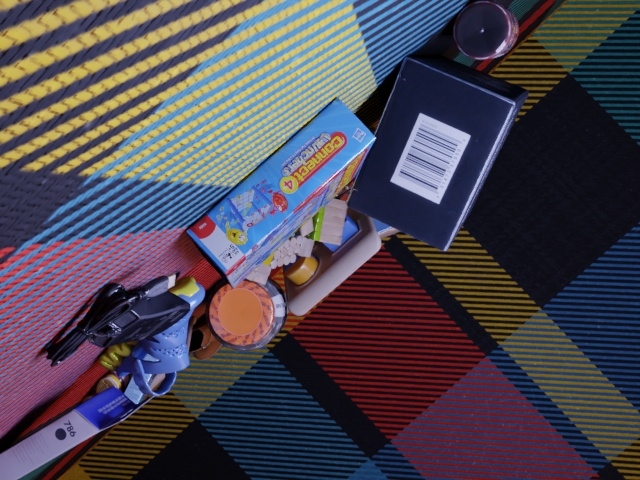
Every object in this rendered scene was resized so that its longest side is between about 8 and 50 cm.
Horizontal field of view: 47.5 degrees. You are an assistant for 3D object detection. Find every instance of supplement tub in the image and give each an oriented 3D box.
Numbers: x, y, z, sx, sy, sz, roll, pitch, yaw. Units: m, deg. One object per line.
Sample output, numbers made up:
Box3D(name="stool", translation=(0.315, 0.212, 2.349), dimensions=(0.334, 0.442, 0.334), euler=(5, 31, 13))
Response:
Box3D(name="supplement tub", translation=(-0.196, 0.190, 1.972), dimensions=(0.207, 0.207, 0.338), euler=(-43, 178, -2))
Box3D(name="supplement tub", translation=(0.314, -0.393, 1.361), dimensions=(0.106, 0.106, 0.198), euler=(-44, 178, 25))

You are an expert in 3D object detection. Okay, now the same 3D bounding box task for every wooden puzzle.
Box3D(name="wooden puzzle", translation=(-0.422, 0.313, 1.912), dimensions=(0.221, 0.044, 0.238), euler=(-44, -165, 13))
Box3D(name="wooden puzzle", translation=(0.000, 0.000, 2.032), dimensions=(0.322, 0.080, 0.347), euler=(-41, -149, 15))

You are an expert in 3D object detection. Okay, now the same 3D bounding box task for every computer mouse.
Box3D(name="computer mouse", translation=(-0.263, 0.089, 1.049), dimensions=(0.184, 0.060, 0.262), euler=(-40, 167, 24))

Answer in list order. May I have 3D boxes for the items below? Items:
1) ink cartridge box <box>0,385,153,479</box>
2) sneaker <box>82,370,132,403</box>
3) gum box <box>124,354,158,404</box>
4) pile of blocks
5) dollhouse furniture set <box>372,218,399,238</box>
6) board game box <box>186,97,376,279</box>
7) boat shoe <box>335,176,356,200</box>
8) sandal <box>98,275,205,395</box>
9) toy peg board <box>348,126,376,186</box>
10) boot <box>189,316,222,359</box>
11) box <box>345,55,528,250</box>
Box3D(name="ink cartridge box", translation=(-0.481, 0.360, 1.345), dimensions=(0.333, 0.065, 0.165), euler=(-30, 179, 8))
Box3D(name="sneaker", translation=(-0.497, 0.359, 1.720), dimensions=(0.185, 0.069, 0.084), euler=(-43, 178, 40))
Box3D(name="gum box", translation=(-0.411, 0.306, 1.721), dimensions=(0.157, 0.041, 0.184), euler=(127, -13, -73))
Box3D(name="pile of blocks", translation=(-0.091, -0.020, 1.609), dimensions=(0.113, 0.148, 0.362), euler=(12, -153, 38))
Box3D(name="dollhouse furniture set", translation=(0.160, -0.179, 2.119), dimensions=(0.198, 0.286, 0.303), euler=(-21, 147, -7))
Box3D(name="board game box", translation=(-0.066, -0.062, 1.197), dimensions=(0.302, 0.086, 0.308), euler=(-42, 177, -8))
Box3D(name="boat shoe", translation=(0.018, -0.109, 1.871), dimensions=(0.207, 0.073, 0.073), euler=(-43, 179, 39))
Box3D(name="sandal", translation=(-0.285, 0.182, 1.334), dimensions=(0.126, 0.138, 0.317), euler=(-37, 172, -48))
Box3D(name="toy peg board", translation=(0.070, -0.163, 1.690), dimensions=(0.161, 0.079, 0.160), euler=(-39, 175, -47))
Box3D(name="boot", translation=(-0.394, 0.337, 2.416), dimensions=(0.283, 0.109, 0.220), euler=(-47, 177, 31))
Box3D(name="box", translation=(0.244, -0.192, 1.441), dimensions=(0.293, 0.212, 0.395), euler=(-68, 168, 20))
